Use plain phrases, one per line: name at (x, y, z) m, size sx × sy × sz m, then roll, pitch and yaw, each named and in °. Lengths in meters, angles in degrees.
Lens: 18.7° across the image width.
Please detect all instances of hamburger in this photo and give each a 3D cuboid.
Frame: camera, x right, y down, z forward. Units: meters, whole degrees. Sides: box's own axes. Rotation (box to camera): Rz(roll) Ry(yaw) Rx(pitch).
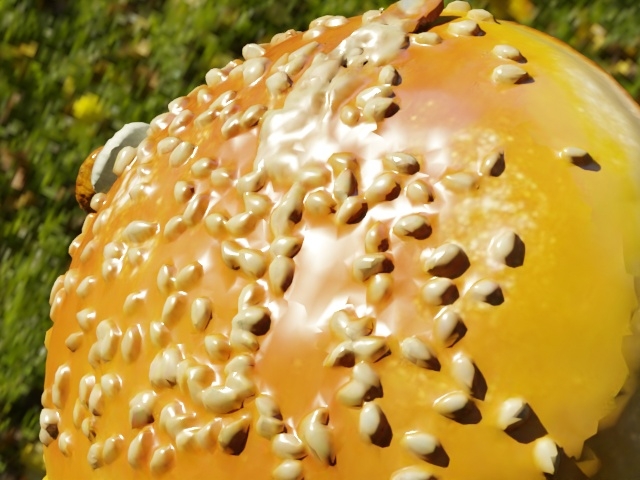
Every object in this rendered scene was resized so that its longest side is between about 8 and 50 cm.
hamburger at (0.017, 0.042, 0.561) m, size 0.147 × 0.237 × 0.236 m, roll 10°, pitch 53°, yaw -51°

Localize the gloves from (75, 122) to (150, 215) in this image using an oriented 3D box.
gloves at (0.005, -0.010, 0.868) m, size 0.219 × 0.140 × 0.131 m, roll 16°, pitch 30°, yaw 10°
